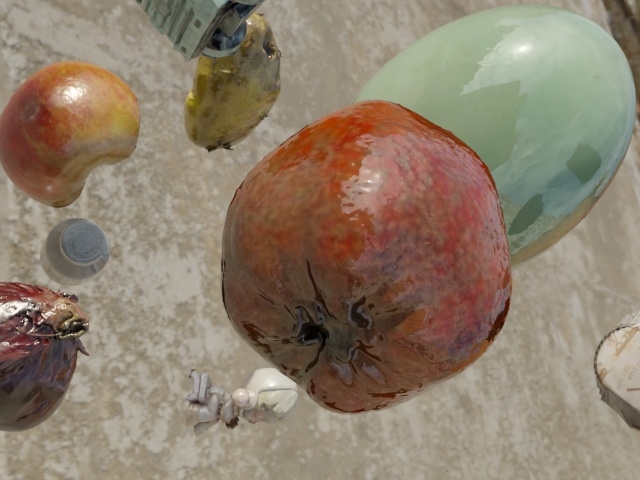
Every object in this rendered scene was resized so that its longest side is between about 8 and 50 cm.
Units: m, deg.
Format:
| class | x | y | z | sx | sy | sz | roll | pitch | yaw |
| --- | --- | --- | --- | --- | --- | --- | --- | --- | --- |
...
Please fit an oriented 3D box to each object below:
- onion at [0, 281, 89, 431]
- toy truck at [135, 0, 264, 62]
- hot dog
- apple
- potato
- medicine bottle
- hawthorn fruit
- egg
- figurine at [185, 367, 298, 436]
| class | x | y | z | sx | sy | sz | roll | pitch | yaw |
| --- | --- | --- | --- | --- | --- | --- | --- | --- | --- |
| onion | -0.515 | 0.198 | 1.400 | 0.281 | 0.281 | 0.221 | 47 | 8 | -35 |
| toy truck | -0.052 | -0.306 | 0.719 | 0.162 | 0.136 | 0.305 | 42 | 69 | -9 |
| hot dog | 0.338 | 0.144 | 0.795 | 0.059 | 0.108 | 0.191 | 11 | 21 | -41 |
| apple | -0.503 | -0.218 | 1.608 | 0.251 | 0.293 | 0.163 | 57 | 11 | 25 |
| potato | -0.160 | -0.289 | 1.592 | 0.173 | 0.300 | 0.140 | -7 | 52 | -29 |
| medicine bottle | -0.524 | 0.021 | 1.837 | 0.135 | 0.215 | 0.135 | 5 | 79 | -24 |
| hawthorn fruit | 0.049 | -0.004 | 0.643 | 0.210 | 0.210 | 0.262 | 61 | 39 | -15 |
| egg | 0.167 | -0.097 | 0.961 | 0.276 | 0.389 | 0.276 | 47 | 13 | -14 |
| figurine | -0.155 | 0.342 | 1.853 | 0.144 | 0.257 | 0.182 | -89 | 174 | -48 |
